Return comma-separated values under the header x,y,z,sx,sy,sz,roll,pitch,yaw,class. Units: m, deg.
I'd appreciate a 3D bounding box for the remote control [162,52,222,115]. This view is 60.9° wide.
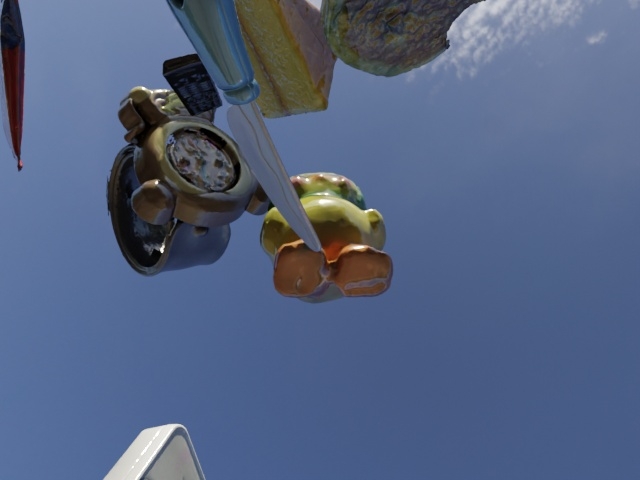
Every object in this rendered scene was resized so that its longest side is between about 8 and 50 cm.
x,y,z,sx,sy,sz,roll,pitch,yaw,class
-0.191,-0.234,0.836,0.063,0.245,0.025,-16,-89,-5,remote control

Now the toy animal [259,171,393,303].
x,y,z,sx,sy,sz,roll,pitch,yaw,class
0.000,0.002,0.960,0.216,0.338,0.191,0,-60,-9,toy animal

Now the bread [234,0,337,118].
x,y,z,sx,sy,sz,roll,pitch,yaw,class
-0.153,-0.484,1.287,0.233,0.361,0.245,2,-105,43,bread

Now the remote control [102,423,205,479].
x,y,z,sx,sy,sz,roll,pitch,yaw,class
-0.119,0.207,0.276,0.034,0.250,0.103,-12,-76,15,remote control

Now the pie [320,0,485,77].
x,y,z,sx,sy,sz,roll,pitch,yaw,class
0.137,-0.377,0.839,0.302,0.302,0.067,-29,-119,17,pie

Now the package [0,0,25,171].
x,y,z,sx,sy,sz,roll,pitch,yaw,class
-0.326,-0.178,0.575,0.083,0.022,0.200,25,-65,53,package

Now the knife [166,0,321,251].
x,y,z,sx,sy,sz,roll,pitch,yaw,class
-0.054,-0.090,0.414,0.058,0.244,0.032,14,-132,41,knife

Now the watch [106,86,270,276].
x,y,z,sx,sy,sz,roll,pitch,yaw,class
-0.324,-0.106,1.178,0.327,0.314,0.335,-37,-109,42,watch
